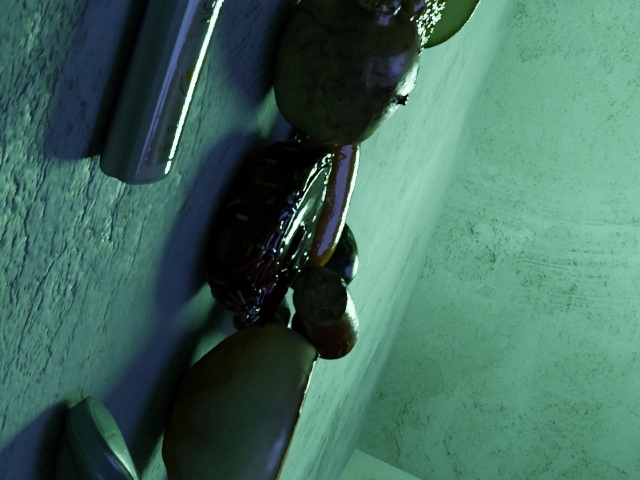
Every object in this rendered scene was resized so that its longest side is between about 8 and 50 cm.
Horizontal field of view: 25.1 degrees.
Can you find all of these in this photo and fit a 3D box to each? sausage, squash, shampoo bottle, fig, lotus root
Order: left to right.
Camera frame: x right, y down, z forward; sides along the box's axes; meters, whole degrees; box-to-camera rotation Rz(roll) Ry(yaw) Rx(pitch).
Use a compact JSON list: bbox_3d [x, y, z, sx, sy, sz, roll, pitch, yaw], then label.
[{"bbox_3d":[-0.117,-0.158,1.146,0.086,0.056,0.227,-45,158,-67],"label":"shampoo bottle"},{"bbox_3d":[0.000,0.000,2.070,0.177,0.117,0.117,-80,-176,-47],"label":"fig"},{"bbox_3d":[0.001,-0.077,1.846,0.098,0.098,0.238,-33,138,-73],"label":"sausage"},{"bbox_3d":[0.006,0.106,1.892,0.076,0.103,0.302,-30,169,-7],"label":"sausage"},{"bbox_3d":[0.028,-0.188,1.580,0.257,0.154,0.140,107,5,-54],"label":"lotus root"},{"bbox_3d":[0.221,-0.418,2.260,0.169,0.093,0.252,39,75,-82],"label":"squash"}]

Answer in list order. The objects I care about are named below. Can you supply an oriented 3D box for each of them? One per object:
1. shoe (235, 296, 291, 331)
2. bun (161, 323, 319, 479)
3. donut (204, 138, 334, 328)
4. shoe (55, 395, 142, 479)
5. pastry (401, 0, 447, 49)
[{"bbox_3d":[-0.074,0.102,2.020,0.194,0.074,0.077,88,15,-74],"label":"shoe"},{"bbox_3d":[-0.117,0.244,1.813,0.299,0.164,0.299,19,90,-87],"label":"bun"},{"bbox_3d":[-0.063,-0.014,1.704,0.235,0.089,0.235,24,90,-82],"label":"donut"},{"bbox_3d":[-0.232,0.250,1.456,0.100,0.103,0.251,-21,145,-6],"label":"shoe"},{"bbox_3d":[0.101,-0.315,1.821,0.189,0.103,0.189,-61,169,-20],"label":"pastry"}]
